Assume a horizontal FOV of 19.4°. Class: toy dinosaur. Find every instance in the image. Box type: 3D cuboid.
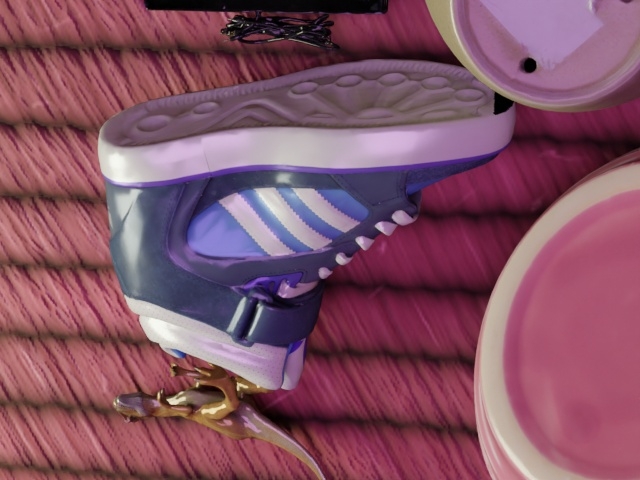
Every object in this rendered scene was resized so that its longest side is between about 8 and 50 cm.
[{"bbox_3d":[-0.063,0.143,1.527,0.211,0.064,0.112,19,132,15],"label":"toy dinosaur"}]

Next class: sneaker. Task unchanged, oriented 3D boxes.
[{"bbox_3d":[0.000,0.000,1.423,0.322,0.130,0.236,-6,119,10],"label":"sneaker"}]

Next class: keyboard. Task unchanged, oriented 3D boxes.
[{"bbox_3d":[-0.042,-0.192,1.404,0.192,0.038,0.100,3,88,13],"label":"keyboard"}]

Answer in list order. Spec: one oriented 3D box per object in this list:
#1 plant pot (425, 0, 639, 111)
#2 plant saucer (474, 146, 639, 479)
[{"bbox_3d":[0.165,-0.186,1.220,0.256,0.274,0.256,5,112,12],"label":"plant pot"},{"bbox_3d":[0.235,0.073,1.292,0.332,0.332,0.084,-37,142,23],"label":"plant saucer"}]
